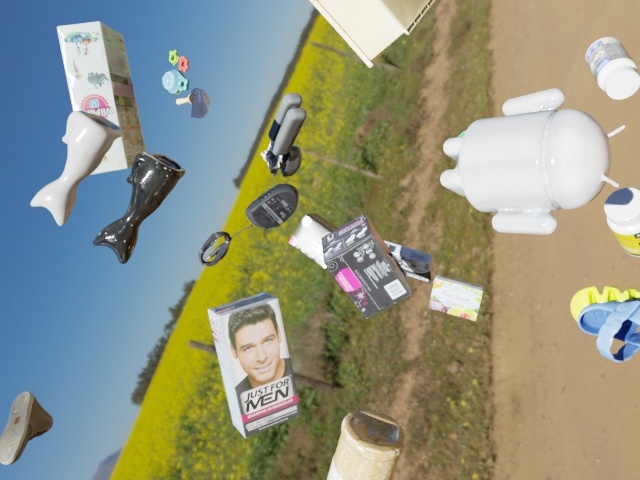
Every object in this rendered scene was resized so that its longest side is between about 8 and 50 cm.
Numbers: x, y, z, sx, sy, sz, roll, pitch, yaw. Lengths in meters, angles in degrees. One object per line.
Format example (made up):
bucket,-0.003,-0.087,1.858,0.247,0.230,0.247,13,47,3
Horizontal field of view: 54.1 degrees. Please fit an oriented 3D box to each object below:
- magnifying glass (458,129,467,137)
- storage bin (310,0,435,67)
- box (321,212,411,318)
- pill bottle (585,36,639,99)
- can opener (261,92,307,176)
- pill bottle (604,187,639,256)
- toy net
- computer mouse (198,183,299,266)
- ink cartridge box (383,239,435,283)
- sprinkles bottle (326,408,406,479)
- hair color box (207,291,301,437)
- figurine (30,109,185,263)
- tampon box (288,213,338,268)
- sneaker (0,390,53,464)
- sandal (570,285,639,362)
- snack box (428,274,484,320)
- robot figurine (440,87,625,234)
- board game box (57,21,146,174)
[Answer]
magnifying glass,0.480,-0.260,1.669,0.026,0.231,0.092,61,-145,-60
storage bin,0.103,-0.546,1.278,0.123,0.262,0.260,-28,22,51
box,0.134,0.073,1.832,0.163,0.247,0.142,-30,29,13
pill bottle,0.607,-0.356,1.298,0.137,0.078,0.078,-88,20,-46
can opener,-0.077,-0.237,1.438,0.280,0.093,0.074,120,136,-64
pill bottle,0.840,-0.048,1.677,0.119,0.208,0.119,-22,51,30
toy net,-0.356,-0.420,1.717,0.045,0.232,0.122,-3,-49,-52
computer mouse,-0.143,-0.032,1.226,0.242,0.071,0.041,-34,38,7
ink cartridge box,0.302,0.088,2.216,0.045,0.206,0.208,-63,-25,-22
sprinkles bottle,0.060,0.491,1.176,0.121,0.121,0.355,-87,9,-67
hair color box,-0.190,0.359,1.834,0.113,0.185,0.374,13,116,63
figurine,-0.389,-0.093,1.126,0.209,0.215,0.092,-57,6,10
tampon box,0.000,0.000,2.109,0.120,0.161,0.101,-60,-16,14
sneaker,-0.808,0.537,1.741,0.083,0.118,0.222,-21,38,11
sandal,0.607,0.138,1.095,0.317,0.126,0.138,-20,30,32
snack box,0.395,0.166,1.825,0.037,0.141,0.100,-41,-38,-63
robot figurine,0.425,-0.160,1.275,0.353,0.200,0.300,1,84,40
board game box,-0.477,-0.310,1.394,0.224,0.097,0.303,-111,12,-79
